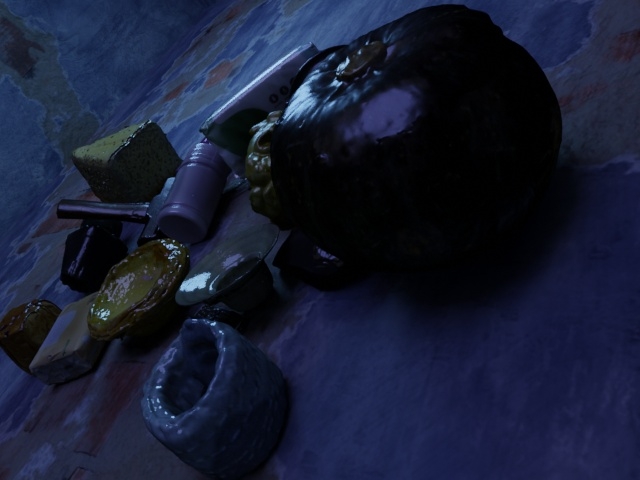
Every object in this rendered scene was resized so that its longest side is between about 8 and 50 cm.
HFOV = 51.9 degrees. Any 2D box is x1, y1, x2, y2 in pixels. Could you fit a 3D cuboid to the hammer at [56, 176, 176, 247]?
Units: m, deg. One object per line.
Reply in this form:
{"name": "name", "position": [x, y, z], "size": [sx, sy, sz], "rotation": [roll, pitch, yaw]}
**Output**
{"name": "hammer", "position": [-0.568, -0.081, 1.848], "size": [0.409, 0.095, 0.242], "rotation": [5, 48, 14]}

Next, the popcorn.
{"name": "popcorn", "position": [-0.045, -0.155, 1.366], "size": [0.242, 0.235, 0.250], "rotation": [128, 158, -65]}

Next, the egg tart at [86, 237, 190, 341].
{"name": "egg tart", "position": [-0.403, 0.126, 1.525], "size": [0.294, 0.123, 0.294], "rotation": [-28, 36, 22]}

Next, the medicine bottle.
{"name": "medicine bottle", "position": [-0.327, -0.126, 1.730], "size": [0.133, 0.133, 0.249], "rotation": [-16, 46, 37]}

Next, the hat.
{"name": "hat", "position": [-0.156, 0.081, 1.303], "size": [0.252, 0.110, 0.252], "rotation": [-30, 21, 13]}

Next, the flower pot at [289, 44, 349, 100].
{"name": "flower pot", "position": [0.060, -0.306, 1.494], "size": [0.235, 0.235, 0.148], "rotation": [-36, 49, 10]}

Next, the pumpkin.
{"name": "pumpkin", "position": [0.141, -0.146, 1.022], "size": [0.455, 0.344, 0.454], "rotation": [-24, 34, 17]}

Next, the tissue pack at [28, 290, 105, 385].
{"name": "tissue pack", "position": [-0.602, 0.236, 1.638], "size": [0.186, 0.090, 0.222], "rotation": [-21, 36, 28]}

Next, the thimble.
{"name": "thimble", "position": [-0.173, 0.243, 1.045], "size": [0.205, 0.172, 0.250], "rotation": [-38, 31, 10]}

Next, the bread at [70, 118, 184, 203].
{"name": "bread", "position": [-0.642, -0.259, 2.191], "size": [0.279, 0.248, 0.315], "rotation": [-45, 42, -16]}

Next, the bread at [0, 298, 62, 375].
{"name": "bread", "position": [-0.753, 0.250, 1.735], "size": [0.149, 0.158, 0.143], "rotation": [-27, 28, 26]}

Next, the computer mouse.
{"name": "computer mouse", "position": [-0.003, -0.003, 1.258], "size": [0.168, 0.087, 0.295], "rotation": [-51, 27, -16]}

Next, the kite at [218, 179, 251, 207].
{"name": "kite", "position": [-0.190, -0.159, 1.760], "size": [0.229, 0.016, 0.127], "rotation": [-32, 27, 16]}

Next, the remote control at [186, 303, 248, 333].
{"name": "remote control", "position": [-0.215, 0.160, 1.351], "size": [0.059, 0.028, 0.212], "rotation": [-48, 30, -19]}

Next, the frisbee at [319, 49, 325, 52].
{"name": "frisbee", "position": [-0.072, -0.459, 1.986], "size": [0.290, 0.049, 0.289], "rotation": [-29, 35, 23]}

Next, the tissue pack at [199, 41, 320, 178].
{"name": "tissue pack", "position": [-0.119, -0.337, 1.696], "size": [0.356, 0.194, 0.266], "rotation": [-37, 13, 7]}

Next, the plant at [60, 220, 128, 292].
{"name": "plant", "position": [-0.668, 0.029, 1.948], "size": [0.164, 0.142, 0.256], "rotation": [-14, 50, 39]}

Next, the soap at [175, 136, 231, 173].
{"name": "soap", "position": [-0.301, -0.272, 1.972], "size": [0.259, 0.081, 0.181], "rotation": [-52, 31, -18]}
